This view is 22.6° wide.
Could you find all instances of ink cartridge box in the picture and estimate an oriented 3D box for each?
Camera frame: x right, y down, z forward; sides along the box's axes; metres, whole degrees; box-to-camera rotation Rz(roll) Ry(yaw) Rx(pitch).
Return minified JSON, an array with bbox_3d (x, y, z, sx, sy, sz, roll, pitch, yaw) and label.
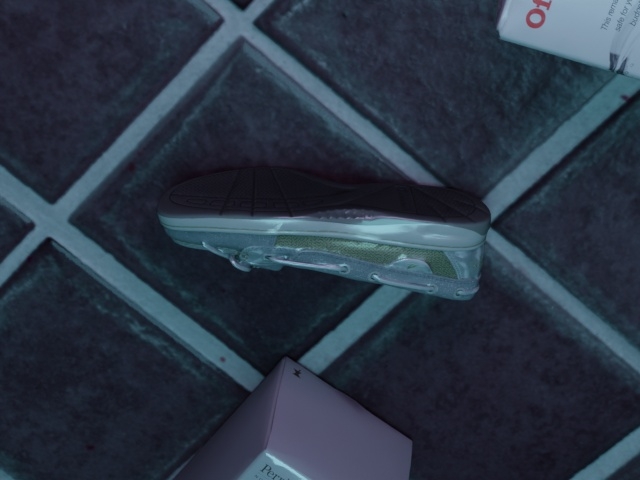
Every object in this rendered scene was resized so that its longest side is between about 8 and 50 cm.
[{"bbox_3d":[0.308,-0.242,1.378,0.273,0.114,0.198,16,119,-3],"label":"ink cartridge box"}]

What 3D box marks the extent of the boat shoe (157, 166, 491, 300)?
[{"bbox_3d":[0.001,-0.001,1.551,0.320,0.118,0.103,3,115,-3],"label":"boat shoe"}]

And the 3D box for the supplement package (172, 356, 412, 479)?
[{"bbox_3d":[-0.062,0.304,1.692,0.177,0.175,0.293,35,117,-12],"label":"supplement package"}]
